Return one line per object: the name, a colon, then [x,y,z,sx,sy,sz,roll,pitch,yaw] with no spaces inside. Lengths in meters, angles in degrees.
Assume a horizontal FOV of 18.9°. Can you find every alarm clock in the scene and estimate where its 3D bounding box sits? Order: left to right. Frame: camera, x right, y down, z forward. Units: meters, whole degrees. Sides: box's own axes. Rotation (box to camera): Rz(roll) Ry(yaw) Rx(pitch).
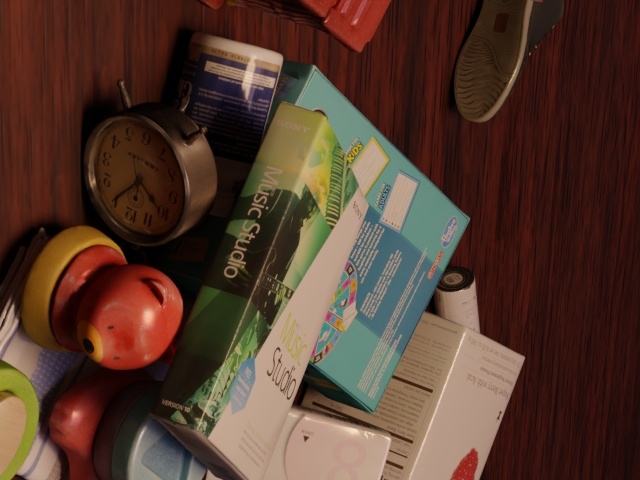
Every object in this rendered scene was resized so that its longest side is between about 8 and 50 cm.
alarm clock: [-0.161,-0.047,1.802,0.064,0.129,0.192,-23,137,-52]

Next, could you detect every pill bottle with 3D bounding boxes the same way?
pill bottle: [-0.101,-0.113,1.882,0.094,0.094,0.169,8,98,-57]

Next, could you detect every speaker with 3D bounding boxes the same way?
speaker: [0.174,0.102,2.423,0.055,0.055,0.136,-42,137,-38]

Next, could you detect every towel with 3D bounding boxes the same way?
towel: [-0.242,0.135,1.851,0.209,0.034,0.285,-63,146,-12]

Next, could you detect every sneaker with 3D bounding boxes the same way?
sneaker: [0.239,-0.238,2.330,0.118,0.083,0.222,22,85,-57]

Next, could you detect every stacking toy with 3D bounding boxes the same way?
stacking toy: [-0.211,0.178,1.768,0.279,0.130,0.309,-49,141,-31]

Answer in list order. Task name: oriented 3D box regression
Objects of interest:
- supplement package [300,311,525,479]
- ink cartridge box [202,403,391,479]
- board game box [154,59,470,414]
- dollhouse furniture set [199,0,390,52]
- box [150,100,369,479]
supplement package: [0.085,0.229,2.245,0.177,0.175,0.293,27,83,-58]
ink cartridge box: [-0.045,0.294,2.094,0.189,0.066,0.232,16,89,-12]
board game box: [0.000,0.000,2.058,0.336,0.079,0.254,41,71,-45]
dollhouse furniture set: [0.007,-0.384,1.813,0.152,0.201,0.374,40,72,-55]
box: [-0.050,0.058,1.835,0.232,0.058,0.322,59,48,-67]
